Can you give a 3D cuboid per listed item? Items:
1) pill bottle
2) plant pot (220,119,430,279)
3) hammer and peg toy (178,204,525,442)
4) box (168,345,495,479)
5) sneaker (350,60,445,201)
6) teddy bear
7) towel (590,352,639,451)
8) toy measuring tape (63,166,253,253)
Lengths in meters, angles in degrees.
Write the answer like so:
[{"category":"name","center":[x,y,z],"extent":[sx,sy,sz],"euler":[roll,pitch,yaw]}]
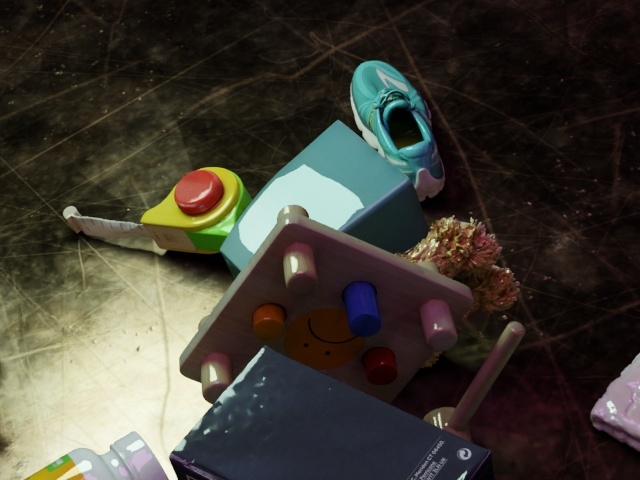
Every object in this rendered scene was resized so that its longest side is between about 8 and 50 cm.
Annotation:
[{"category":"pill bottle","center":[-0.297,0.328,1.884],"extent":[0.246,0.136,0.136],"euler":[-31,48,-16]},{"category":"plant pot","center":[0.000,0.000,2.120],"extent":[0.234,0.165,0.165],"euler":[-38,50,-11]},{"category":"hammer and peg toy","center":[0.053,0.117,1.854],"extent":[0.361,0.266,0.127],"euler":[22,33,-23]},{"category":"box","center":[0.031,0.307,1.717],"extent":[0.294,0.296,0.182],"euler":[22,56,29]},{"category":"sneaker","center":[0.113,-0.175,2.288],"extent":[0.107,0.110,0.275],"euler":[-19,45,-5]},{"category":"teddy bear","center":[0.076,0.080,1.967],"extent":[0.338,0.245,0.113],"euler":[-9,55,1]},{"category":"towel","center":[0.538,0.168,1.905],"extent":[0.317,0.053,0.332],"euler":[28,58,33]},{"category":"toy measuring tape","center":[-0.203,-0.049,2.248],"extent":[0.330,0.121,0.121],"euler":[6,48,31]}]
